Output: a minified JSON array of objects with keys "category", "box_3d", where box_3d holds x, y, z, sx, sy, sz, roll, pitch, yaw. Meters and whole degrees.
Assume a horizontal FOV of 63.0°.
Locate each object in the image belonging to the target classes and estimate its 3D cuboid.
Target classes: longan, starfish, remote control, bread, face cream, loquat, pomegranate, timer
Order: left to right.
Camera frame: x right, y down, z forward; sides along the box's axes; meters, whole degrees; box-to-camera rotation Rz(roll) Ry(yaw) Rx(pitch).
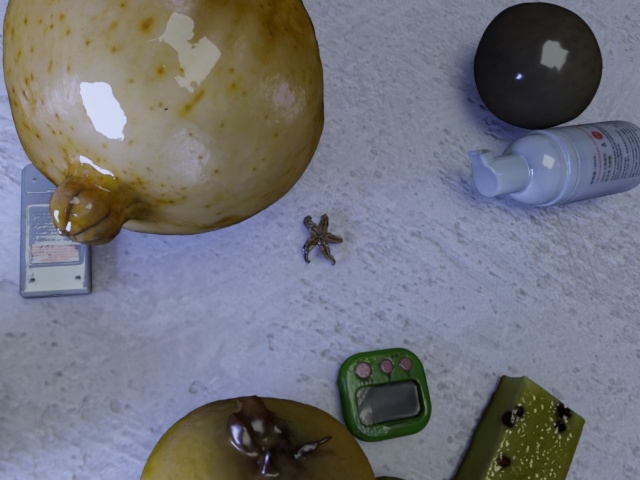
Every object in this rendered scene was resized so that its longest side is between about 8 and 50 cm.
[{"category":"remote control","box_3d":[-0.358,-0.017,0.709,0.087,0.029,0.190,-3,74,-21]},{"category":"pomegranate","box_3d":[-0.187,-0.160,0.628,0.410,0.410,0.410,6,71,-18]},{"category":"loquat","box_3d":[-0.071,0.294,0.577,0.274,0.275,0.275,6,71,-18]},{"category":"starfish","box_3d":[0.000,0.000,0.835,0.078,0.028,0.091,-27,88,-28]},{"category":"timer","box_3d":[0.095,0.230,0.783,0.140,0.047,0.128,-3,72,-21]},{"category":"bread","box_3d":[0.269,0.386,0.777,0.138,0.077,0.361,38,64,-4]},{"category":"longan","box_3d":[0.409,-0.332,0.992,0.248,0.248,0.248,6,71,-18]},{"category":"face cream","box_3d":[0.425,-0.136,0.971,0.369,0.145,0.145,-10,77,-21]}]

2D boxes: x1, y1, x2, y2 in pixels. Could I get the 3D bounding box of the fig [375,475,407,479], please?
[{"category":"fig","box_3d":[0.103,0.390,0.689,0.120,0.153,0.136,24,77,-56]}]
